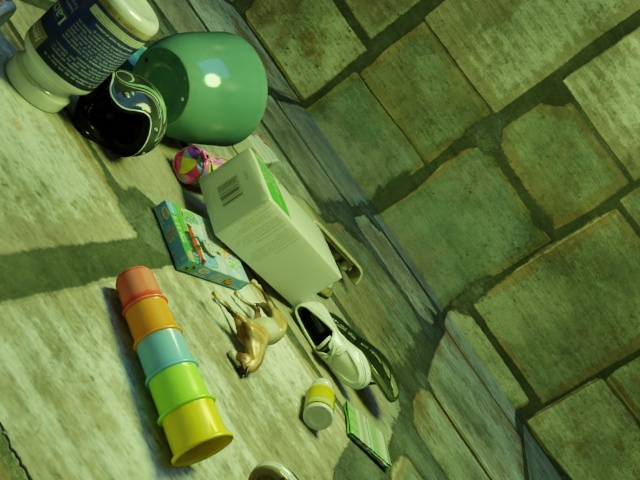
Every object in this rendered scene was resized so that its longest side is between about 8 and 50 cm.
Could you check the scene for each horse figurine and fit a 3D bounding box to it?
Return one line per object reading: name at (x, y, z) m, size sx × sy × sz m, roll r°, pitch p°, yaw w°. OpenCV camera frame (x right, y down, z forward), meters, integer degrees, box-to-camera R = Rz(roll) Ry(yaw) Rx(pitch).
horse figurine at (-0.135, 0.170, 1.371) m, size 0.174 × 0.066 × 0.263 m, roll 51°, pitch 17°, yaw 10°

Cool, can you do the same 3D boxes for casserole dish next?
casserole dish at (-0.503, -0.491, 1.744) m, size 0.114 × 0.037 × 0.188 m, roll 42°, pitch 20°, yaw -39°

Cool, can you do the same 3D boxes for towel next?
towel at (0.108, 0.462, 1.565) m, size 0.152 × 0.023 × 0.113 m, roll 46°, pitch 15°, yaw -22°

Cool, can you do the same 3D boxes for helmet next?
helmet at (-0.393, -0.257, 1.341) m, size 0.161 × 0.169 × 0.169 m, roll 34°, pitch 25°, yaw -41°

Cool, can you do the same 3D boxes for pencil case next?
pencil case at (-0.264, -0.165, 1.643) m, size 0.104 × 0.104 × 0.236 m, roll 59°, pitch 15°, yaw 18°

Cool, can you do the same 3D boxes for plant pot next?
plant pot at (-0.314, -0.371, 1.616) m, size 0.293 × 0.293 × 0.235 m, roll 56°, pitch 29°, yaw 8°

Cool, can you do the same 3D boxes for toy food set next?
toy food set at (0.000, 0.000, 2.140) m, size 0.306 × 0.092 × 0.219 m, roll 47°, pitch 5°, yaw -30°

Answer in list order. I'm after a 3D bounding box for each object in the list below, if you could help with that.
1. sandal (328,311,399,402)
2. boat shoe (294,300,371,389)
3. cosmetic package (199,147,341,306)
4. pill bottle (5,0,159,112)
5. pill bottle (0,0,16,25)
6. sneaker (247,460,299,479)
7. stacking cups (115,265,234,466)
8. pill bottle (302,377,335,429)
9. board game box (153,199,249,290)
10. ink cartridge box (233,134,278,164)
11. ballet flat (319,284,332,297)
sandal at (0.089, 0.309, 1.731) m, size 0.303 × 0.086 × 0.120 m, roll 42°, pitch 18°, yaw 13°
boat shoe at (0.021, 0.261, 1.623) m, size 0.258 × 0.095 × 0.084 m, roll 48°, pitch 17°, yaw 19°
cosmetic package at (-0.115, -0.021, 1.582) m, size 0.365 × 0.155 × 0.197 m, roll 47°, pitch 14°, yaw -49°
pill bottle at (-0.442, -0.365, 1.219) m, size 0.153 × 0.265 × 0.153 m, roll 48°, pitch 15°, yaw -18°
pill bottle at (-0.631, -0.453, 1.180) m, size 0.152 × 0.086 × 0.086 m, roll 49°, pitch 16°, yaw -18°
sneaker at (-0.014, 0.445, 1.068) m, size 0.282 × 0.099 × 0.153 m, roll 59°, pitch 19°, yaw -9°
stacking cups at (-0.231, 0.175, 1.005) m, size 0.096 × 0.096 × 0.316 m, roll 27°, pitch 31°, yaw -59°
pill bottle at (-0.001, 0.342, 1.400) m, size 0.065 × 0.065 × 0.116 m, roll 51°, pitch 16°, yaw -14°
board game box at (-0.250, 0.014, 1.409) m, size 0.211 × 0.039 × 0.160 m, roll 30°, pitch 28°, yaw -58°
ink cartridge box at (-0.207, -0.279, 2.127) m, size 0.109 × 0.063 × 0.150 m, roll 55°, pitch 16°, yaw 0°
ballet flat at (-0.006, 0.105, 1.894) m, size 0.206 × 0.067 × 0.073 m, roll 36°, pitch 23°, yaw -50°
